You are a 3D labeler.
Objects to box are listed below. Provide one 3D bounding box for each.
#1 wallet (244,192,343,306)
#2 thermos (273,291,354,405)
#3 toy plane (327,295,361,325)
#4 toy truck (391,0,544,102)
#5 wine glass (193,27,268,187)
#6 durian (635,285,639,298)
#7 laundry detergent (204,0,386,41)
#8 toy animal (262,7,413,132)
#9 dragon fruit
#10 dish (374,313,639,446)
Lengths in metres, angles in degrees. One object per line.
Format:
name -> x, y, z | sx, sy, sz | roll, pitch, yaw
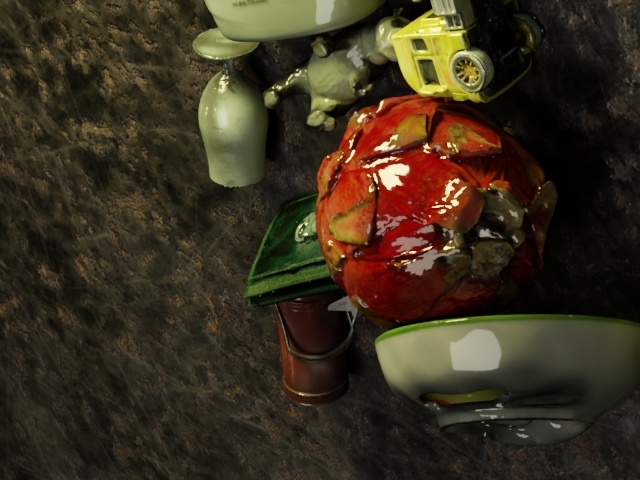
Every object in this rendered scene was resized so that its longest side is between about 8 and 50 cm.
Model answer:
wallet -> -0.002, -0.001, 2.293 | 0.055, 0.160, 0.236 | 38, 149, -31
thermos -> -0.017, 0.105, 2.434 | 0.124, 0.099, 0.232 | -125, 24, -56
toy plane -> 0.064, 0.042, 2.315 | 0.162, 0.065, 0.171 | 18, 124, 2
toy truck -> 0.127, -0.290, 1.966 | 0.157, 0.124, 0.272 | 2, 119, 43
wine glass -> -0.114, -0.170, 2.320 | 0.093, 0.093, 0.202 | 23, 133, 31
durian -> 0.505, 0.094, 1.887 | 0.375, 0.107, 0.132 | 21, 107, 43
laundry detergent -> -0.087, -0.435, 2.071 | 0.264, 0.125, 0.397 | -1, 116, 46
toy animal -> 0.035, -0.207, 2.116 | 0.094, 0.121, 0.225 | 52, 145, 1
dragon fruit -> 0.128, -0.030, 2.045 | 0.342, 0.278, 0.277 | -118, 16, -58
dish -> 0.226, 0.172, 2.053 | 0.324, 0.324, 0.124 | -16, 71, 49
